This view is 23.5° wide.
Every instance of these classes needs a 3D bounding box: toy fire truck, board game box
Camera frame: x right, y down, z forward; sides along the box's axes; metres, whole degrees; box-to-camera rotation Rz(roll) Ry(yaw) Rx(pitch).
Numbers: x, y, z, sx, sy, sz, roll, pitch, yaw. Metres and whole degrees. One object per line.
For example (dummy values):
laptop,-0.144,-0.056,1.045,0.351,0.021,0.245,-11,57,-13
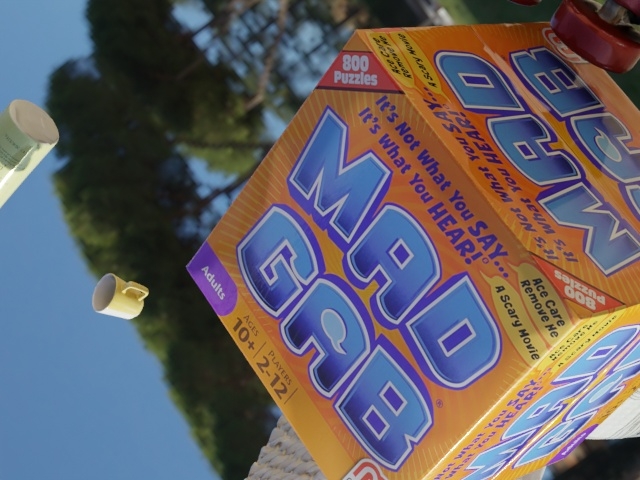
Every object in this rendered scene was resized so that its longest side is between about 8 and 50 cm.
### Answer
toy fire truck,0.314,-0.307,1.624,0.302,0.169,0.254,42,-151,20
board game box,0.156,0.026,1.597,0.356,0.356,0.356,-10,-123,-47

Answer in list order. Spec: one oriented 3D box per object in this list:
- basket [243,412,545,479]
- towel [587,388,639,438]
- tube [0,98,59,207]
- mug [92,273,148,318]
basket,0.105,0.314,2.122,0.266,0.331,0.328,43,-127,-15
towel,0.515,0.181,1.963,0.312,0.324,0.056,2,-121,-23
tube,-0.363,-0.046,1.589,0.062,0.240,0.070,13,-137,-50
mug,-0.301,0.091,2.347,0.064,0.062,0.078,27,172,-36
